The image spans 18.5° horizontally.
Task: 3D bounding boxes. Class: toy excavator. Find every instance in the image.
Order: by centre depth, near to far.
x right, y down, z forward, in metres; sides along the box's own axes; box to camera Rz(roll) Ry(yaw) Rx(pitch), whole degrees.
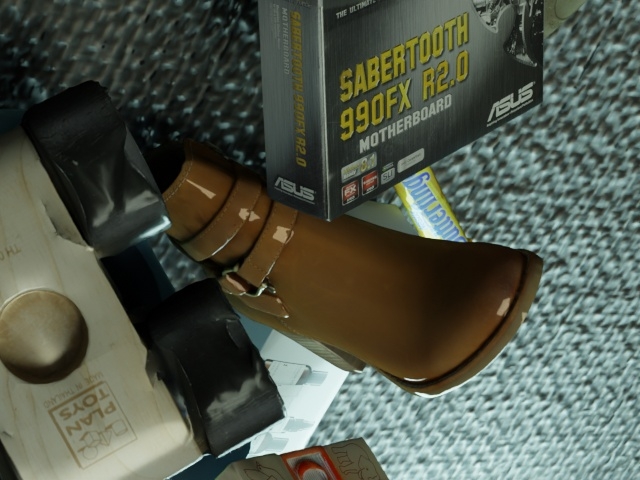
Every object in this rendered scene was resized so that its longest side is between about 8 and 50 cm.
[{"bbox_3d":[-0.164,0.114,1.372,0.222,0.445,0.433,-29,97,-7],"label":"toy excavator"}]

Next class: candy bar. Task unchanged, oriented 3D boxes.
[{"bbox_3d":[0.082,-0.032,1.536,0.040,0.018,0.161,-34,138,-3],"label":"candy bar"}]

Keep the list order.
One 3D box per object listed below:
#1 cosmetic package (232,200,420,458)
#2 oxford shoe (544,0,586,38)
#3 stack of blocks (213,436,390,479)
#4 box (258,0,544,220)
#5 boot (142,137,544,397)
[{"bbox_3d":[-0.020,0.076,1.532,0.099,0.060,0.239,7,123,-39],"label":"cosmetic package"},{"bbox_3d":[0.215,-0.241,1.350,0.123,0.130,0.348,20,115,-47],"label":"oxford shoe"},{"bbox_3d":[-0.090,0.256,1.304,0.171,0.087,0.297,-5,147,-50],"label":"stack of blocks"},{"bbox_3d":[0.058,-0.140,1.262,0.231,0.056,0.183,-29,129,-41],"label":"box"},{"bbox_3d":[0.000,0.000,1.314,0.220,0.283,0.109,37,74,-22],"label":"boot"}]
